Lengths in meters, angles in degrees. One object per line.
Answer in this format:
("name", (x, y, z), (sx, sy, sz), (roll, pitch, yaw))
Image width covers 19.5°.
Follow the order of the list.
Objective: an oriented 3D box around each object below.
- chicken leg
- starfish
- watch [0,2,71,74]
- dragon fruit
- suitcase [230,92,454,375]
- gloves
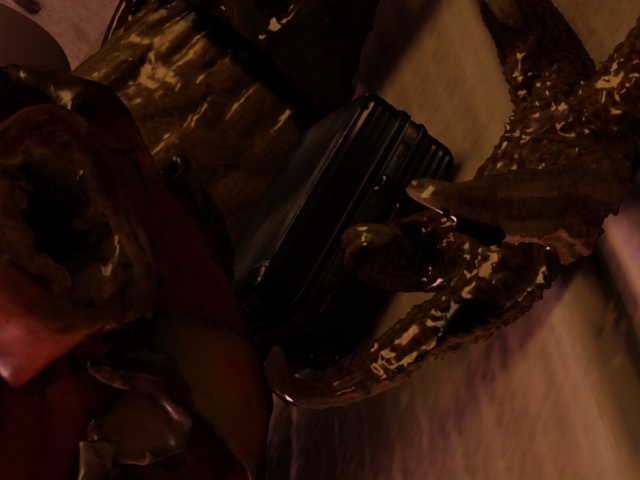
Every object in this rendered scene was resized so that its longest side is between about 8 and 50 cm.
("chicken leg", (-0.012, -0.178, 1.106), (0.361, 0.140, 0.211), (-55, 19, -20))
("starfish", (0.055, -0.018, 0.617), (0.190, 0.074, 0.146), (-57, 12, -8))
("watch", (-0.234, -0.061, 1.108), (0.231, 0.244, 0.196), (-47, 44, 50))
("dragon fruit", (-0.125, 0.069, 0.691), (0.250, 0.250, 0.315), (-59, 16, -15))
("suitcase", (0.000, 0.000, 0.803), (0.126, 0.059, 0.086), (-61, 16, -25))
("gloves", (-0.148, 0.036, 0.934), (0.356, 0.203, 0.155), (-48, -3, 8))
